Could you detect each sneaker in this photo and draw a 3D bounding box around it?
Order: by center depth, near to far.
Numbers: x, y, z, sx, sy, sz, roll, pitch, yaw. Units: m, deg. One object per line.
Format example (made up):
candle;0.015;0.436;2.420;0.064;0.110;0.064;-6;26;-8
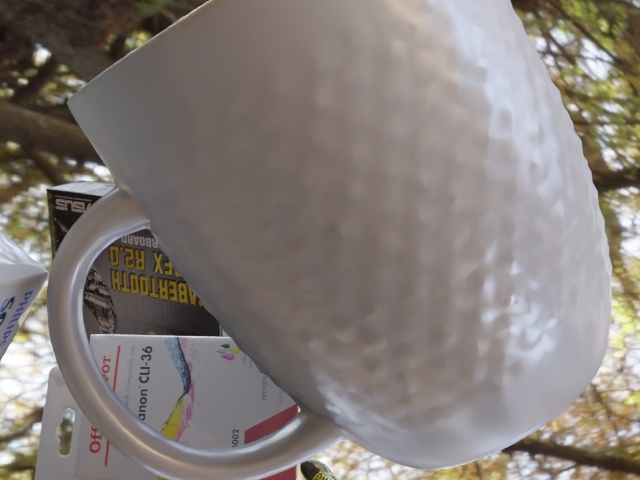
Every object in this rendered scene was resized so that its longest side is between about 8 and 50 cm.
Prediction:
sneaker;0.010;0.303;1.394;0.083;0.035;0.031;40;-98;-1

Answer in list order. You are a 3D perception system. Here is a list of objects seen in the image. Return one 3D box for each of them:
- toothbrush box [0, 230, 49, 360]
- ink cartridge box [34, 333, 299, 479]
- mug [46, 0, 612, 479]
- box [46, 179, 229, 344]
toothbrush box;-0.336;0.024;0.619;0.216;0.295;0.126;38;-68;12
ink cartridge box;-0.115;0.135;0.827;0.198;0.067;0.115;1;-119;-1
mug;0.000;0.000;0.733;0.374;0.276;0.328;-35;-79;-13
box;-0.174;0.040;1.128;0.231;0.056;0.183;9;-74;34
